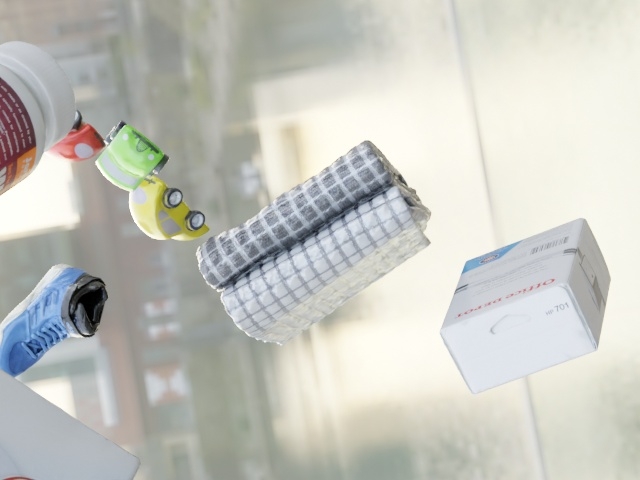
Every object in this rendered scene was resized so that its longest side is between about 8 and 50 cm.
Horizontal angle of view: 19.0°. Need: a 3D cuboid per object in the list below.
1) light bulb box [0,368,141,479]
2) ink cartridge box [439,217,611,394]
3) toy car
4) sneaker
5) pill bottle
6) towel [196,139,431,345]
[{"bbox_3d":[-0.369,0.225,1.307,0.225,0.358,0.361,-47,12,37],"label":"light bulb box"},{"bbox_3d":[0.208,0.063,1.916,0.082,0.140,0.190,63,-160,-15],"label":"ink cartridge box"},{"bbox_3d":[-0.207,-0.075,1.950,0.239,0.053,0.225,38,169,-7],"label":"toy car"},{"bbox_3d":[-0.293,0.096,2.100,0.085,0.152,0.058,15,148,40],"label":"sneaker"},{"bbox_3d":[-0.311,-0.083,1.620,0.221,0.121,0.121,-41,-47,-49],"label":"pill bottle"},{"bbox_3d":[0.000,0.000,2.114,0.121,0.235,0.284,57,-175,9],"label":"towel"}]
